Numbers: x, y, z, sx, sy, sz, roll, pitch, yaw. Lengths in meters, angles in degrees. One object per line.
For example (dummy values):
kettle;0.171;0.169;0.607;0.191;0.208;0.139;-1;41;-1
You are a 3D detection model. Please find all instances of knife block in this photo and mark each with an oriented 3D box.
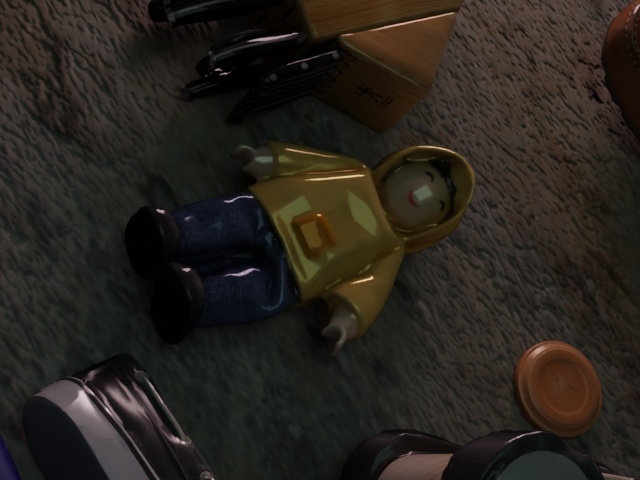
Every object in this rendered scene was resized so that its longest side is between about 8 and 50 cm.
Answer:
knife block;-0.009;-0.211;1.240;0.242;0.088;0.275;30;61;-14

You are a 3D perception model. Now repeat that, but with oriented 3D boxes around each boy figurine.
boy figurine;0.000;0.000;1.164;0.285;0.092;0.177;-15;75;-26

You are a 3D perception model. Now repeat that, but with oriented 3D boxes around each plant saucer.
plant saucer;0.200;0.124;1.257;0.083;0.013;0.083;9;67;-23

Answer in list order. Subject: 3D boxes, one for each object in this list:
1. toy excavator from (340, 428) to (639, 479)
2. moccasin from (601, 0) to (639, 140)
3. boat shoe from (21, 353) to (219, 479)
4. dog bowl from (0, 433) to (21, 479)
toy excavator;0.205;0.378;1.076;0.433;0.222;0.445;13;80;-22
moccasin;0.413;-0.080;1.360;0.380;0.147;0.139;46;58;-4
boat shoe;-0.080;0.212;1.032;0.105;0.113;0.306;-27;68;-37
dog bowl;-0.288;0.197;0.843;0.265;0.265;0.104;-16;76;-30
